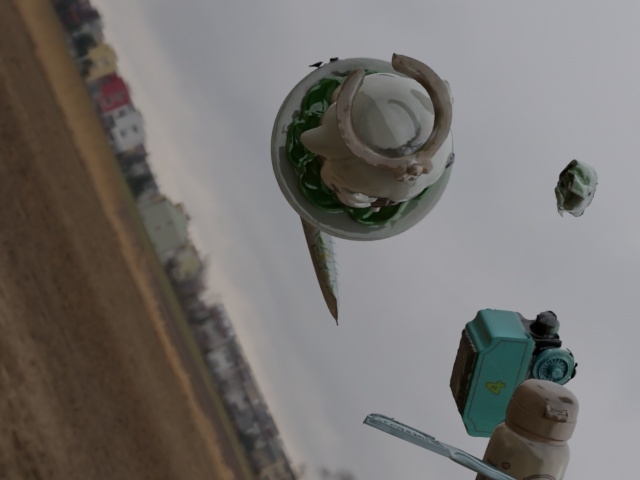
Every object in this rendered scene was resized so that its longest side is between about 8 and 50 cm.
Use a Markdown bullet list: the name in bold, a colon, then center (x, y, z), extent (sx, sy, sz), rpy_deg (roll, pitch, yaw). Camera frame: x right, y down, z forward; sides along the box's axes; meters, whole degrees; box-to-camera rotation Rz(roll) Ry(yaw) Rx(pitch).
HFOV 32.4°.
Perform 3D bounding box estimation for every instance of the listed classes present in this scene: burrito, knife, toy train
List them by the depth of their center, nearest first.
- **knife**: center (0.119, 0.204, 1.070), extent (0.210, 0.015, 0.028), rpy_deg (29, 12, -28)
- **burrito**: center (0.333, -0.067, 1.442), extent (0.044, 0.074, 0.118), rpy_deg (29, 4, 18)
- **toy train**: center (0.266, 0.186, 1.551), extent (0.107, 0.154, 0.197), rpy_deg (-106, -156, -63)

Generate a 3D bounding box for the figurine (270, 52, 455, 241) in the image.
- **figurine**: center (0.035, -0.068, 0.695), extent (0.154, 0.132, 0.132), rpy_deg (153, -87, -83)

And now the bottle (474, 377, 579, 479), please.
- **bottle**: center (0.241, 0.266, 1.316), extent (0.110, 0.097, 0.209), rpy_deg (-114, -139, -76)

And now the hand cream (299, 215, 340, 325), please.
- **hand cream**: center (0.000, 0.000, 1.273), extent (0.067, 0.042, 0.194), rpy_deg (97, -15, -63)
